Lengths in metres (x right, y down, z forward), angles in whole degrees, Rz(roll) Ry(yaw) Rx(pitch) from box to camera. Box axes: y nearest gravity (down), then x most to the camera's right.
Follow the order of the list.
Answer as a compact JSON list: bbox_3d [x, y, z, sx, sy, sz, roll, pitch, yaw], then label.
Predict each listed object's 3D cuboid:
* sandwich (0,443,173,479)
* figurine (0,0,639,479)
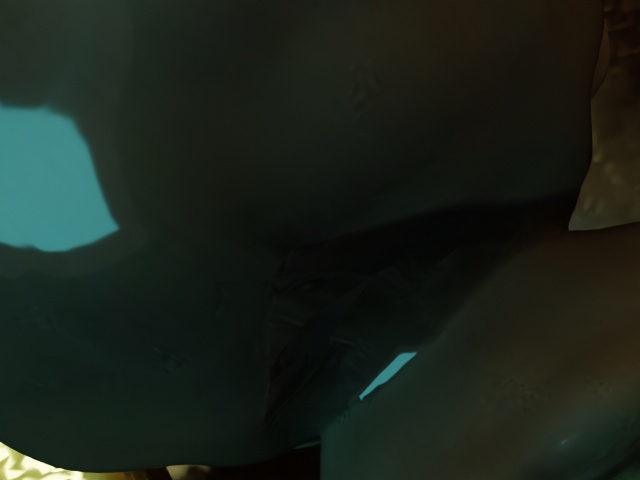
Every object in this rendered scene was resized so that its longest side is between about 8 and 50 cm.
[{"bbox_3d":[-0.048,0.132,0.554,0.245,0.063,0.212,53,172,53],"label":"sandwich"},{"bbox_3d":[0.001,0.001,0.409,0.248,0.203,0.380,-43,74,12],"label":"figurine"}]
